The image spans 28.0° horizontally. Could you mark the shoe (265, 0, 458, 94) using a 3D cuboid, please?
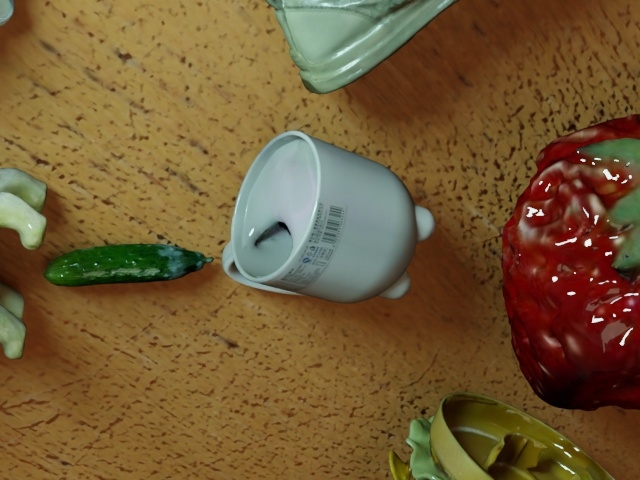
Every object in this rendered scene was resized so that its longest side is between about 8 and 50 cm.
[{"bbox_3d":[0.079,-0.230,1.021,0.275,0.103,0.098,-36,115,3],"label":"shoe"}]

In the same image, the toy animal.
[{"bbox_3d":[-0.311,0.032,1.044,0.169,0.121,0.233,22,111,-21],"label":"toy animal"}]

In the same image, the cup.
[{"bbox_3d":[0.006,0.004,1.134,0.142,0.134,0.173,18,114,-33],"label":"cup"}]

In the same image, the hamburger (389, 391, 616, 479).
[{"bbox_3d":[0.178,0.313,1.337,0.274,0.274,0.212,18,111,-31],"label":"hamburger"}]

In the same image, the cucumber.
[{"bbox_3d":[-0.167,0.020,1.139,0.155,0.037,0.037,-4,125,-20],"label":"cucumber"}]

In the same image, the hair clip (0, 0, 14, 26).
[{"bbox_3d":[-0.283,-0.222,0.913,0.140,0.054,0.220,2,120,-18],"label":"hair clip"}]

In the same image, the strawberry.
[{"bbox_3d":[0.306,0.043,1.228,0.318,0.295,0.345,-29,165,-21],"label":"strawberry"}]
